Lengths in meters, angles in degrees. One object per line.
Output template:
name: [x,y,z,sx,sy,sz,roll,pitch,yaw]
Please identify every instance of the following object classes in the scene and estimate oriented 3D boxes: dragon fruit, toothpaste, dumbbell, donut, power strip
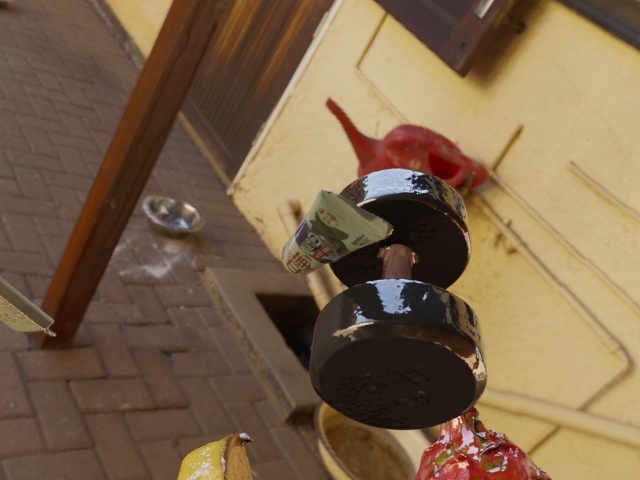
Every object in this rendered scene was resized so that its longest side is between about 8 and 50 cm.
dragon fruit: [0.248,0.383,1.157,0.134,0.262,0.212,44,33,-37]
toothpaste: [0.000,0.000,0.578,0.060,0.038,0.233,34,-17,-5]
dumbbell: [0.074,0.050,0.630,0.152,0.152,0.218,26,40,-15]
donut: [-0.140,0.419,0.997,0.118,0.254,0.253,-13,36,-4]
power strip: [-0.447,0.065,0.892,0.253,0.060,0.027,57,37,-40]
